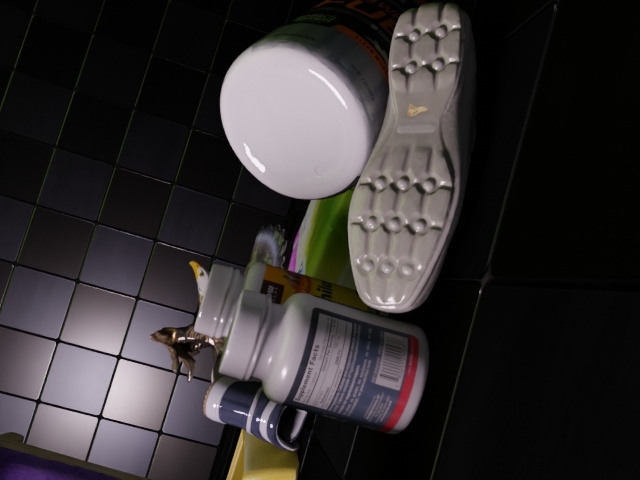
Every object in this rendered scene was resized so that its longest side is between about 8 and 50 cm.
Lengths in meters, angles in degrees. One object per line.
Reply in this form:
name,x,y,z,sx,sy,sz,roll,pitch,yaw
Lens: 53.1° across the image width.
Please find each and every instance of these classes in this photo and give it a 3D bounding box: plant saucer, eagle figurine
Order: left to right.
eagle figurine,-0.152,0.117,1.153,0.225,0.298,0.226,63,177,-34
plant saucer,-0.133,0.484,1.136,0.333,0.080,0.333,-148,74,-82

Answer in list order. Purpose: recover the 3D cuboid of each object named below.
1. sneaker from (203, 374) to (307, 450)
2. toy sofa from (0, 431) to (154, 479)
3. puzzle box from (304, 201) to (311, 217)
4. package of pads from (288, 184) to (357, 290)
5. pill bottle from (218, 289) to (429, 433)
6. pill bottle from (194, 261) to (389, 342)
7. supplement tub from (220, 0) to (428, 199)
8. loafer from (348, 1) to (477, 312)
sneaker,-0.070,0.290,1.116,0.282,0.153,0.099,23,-99,-67
toy sofa,-0.121,0.268,0.469,0.177,0.362,0.150,114,172,-80
puzzle box,0.000,0.000,1.337,0.409,0.052,0.272,131,156,-72
package of pads,0.032,-0.010,0.952,0.229,0.101,0.297,-86,16,-54
pill bottle,0.001,0.109,0.608,0.108,0.180,0.108,-163,90,-83
pill bottle,-0.035,0.097,0.762,0.117,0.214,0.117,-163,90,-82
supplement tub,0.032,-0.204,0.805,0.316,0.193,0.194,-53,-9,-46
loafer,0.104,-0.079,0.642,0.111,0.112,0.320,37,-116,-60
